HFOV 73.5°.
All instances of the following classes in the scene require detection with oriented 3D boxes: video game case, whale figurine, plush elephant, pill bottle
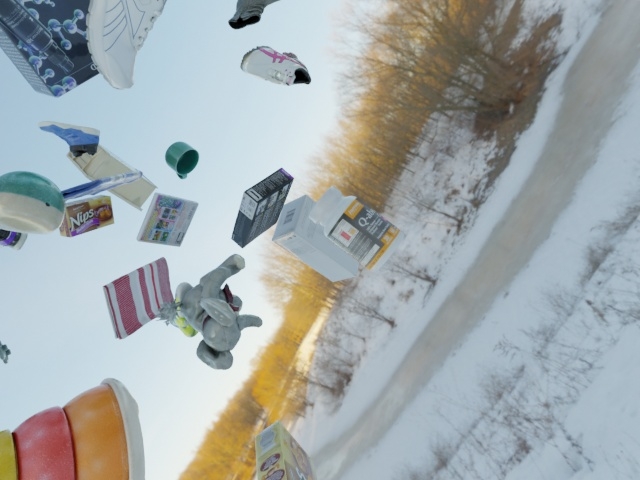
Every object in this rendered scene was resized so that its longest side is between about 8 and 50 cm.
[{"bbox_3d":[-0.458,-0.059,1.287,0.143,0.019,0.157,12,-70,-50],"label":"video game case"},{"bbox_3d":[-0.786,-0.099,1.097,0.216,0.272,0.141,42,-130,-59],"label":"whale figurine"},{"bbox_3d":[-0.312,0.241,1.361,0.330,0.255,0.272,-22,-41,-44],"label":"plush elephant"},{"bbox_3d":[0.110,-0.040,1.360,0.162,0.278,0.162,-52,-4,-5],"label":"pill bottle"}]

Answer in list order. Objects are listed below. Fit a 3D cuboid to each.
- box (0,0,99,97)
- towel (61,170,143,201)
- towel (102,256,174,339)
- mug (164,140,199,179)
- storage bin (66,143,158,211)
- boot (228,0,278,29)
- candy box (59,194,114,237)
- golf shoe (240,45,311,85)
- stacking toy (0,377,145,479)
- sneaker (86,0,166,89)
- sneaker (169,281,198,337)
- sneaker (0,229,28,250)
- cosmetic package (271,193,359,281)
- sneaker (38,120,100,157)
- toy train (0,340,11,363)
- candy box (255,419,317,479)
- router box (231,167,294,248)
[{"bbox_3d":[-0.839,-0.688,1.295,0.293,0.212,0.395,-46,-43,-24],"label":"box"},{"bbox_3d":[-0.700,-0.165,1.334,0.285,0.209,0.034,-87,-21,-76],"label":"towel"},{"bbox_3d":[-0.734,0.231,1.769,0.329,0.037,0.237,-40,-54,-62],"label":"towel"},{"bbox_3d":[-0.615,-0.352,1.861,0.157,0.097,0.129,-56,-17,11],"label":"mug"},{"bbox_3d":[-0.841,-0.277,1.732,0.123,0.260,0.262,-53,-37,-5],"label":"storage bin"},{"bbox_3d":[-0.201,-0.821,1.495,0.083,0.246,0.161,46,-137,-50],"label":"boot"},{"bbox_3d":[-0.824,-0.089,1.506,0.187,0.053,0.109,-37,-48,-62],"label":"candy box"},{"bbox_3d":[-0.096,-0.394,0.980,0.186,0.086,0.067,-19,-30,-45],"label":"golf shoe"},{"bbox_3d":[-0.677,0.531,0.965,0.480,0.350,0.350,-1,-52,-39],"label":"stacking toy"},{"bbox_3d":[-0.337,-0.406,0.752,0.111,0.129,0.297,-105,27,-48],"label":"sneaker"},{"bbox_3d":[-0.495,0.234,1.487,0.091,0.126,0.240,-45,-34,-50],"label":"sneaker"},{"bbox_3d":[-1.271,-0.037,1.659,0.146,0.293,0.102,35,-116,-52],"label":"sneaker"},{"bbox_3d":[0.000,0.000,1.789,0.155,0.365,0.197,-20,43,43],"label":"cosmetic package"},{"bbox_3d":[-0.689,-0.273,1.172,0.058,0.152,0.084,-163,80,-73],"label":"sneaker"},{"bbox_3d":[-1.152,0.333,1.437,0.142,0.190,0.334,-19,-12,-33],"label":"toy train"},{"bbox_3d":[-0.072,0.618,1.053,0.087,0.183,0.316,-36,15,-1],"label":"candy box"},{"bbox_3d":[-0.141,-0.075,1.029,0.133,0.046,0.179,-41,-13,-40],"label":"router box"}]
